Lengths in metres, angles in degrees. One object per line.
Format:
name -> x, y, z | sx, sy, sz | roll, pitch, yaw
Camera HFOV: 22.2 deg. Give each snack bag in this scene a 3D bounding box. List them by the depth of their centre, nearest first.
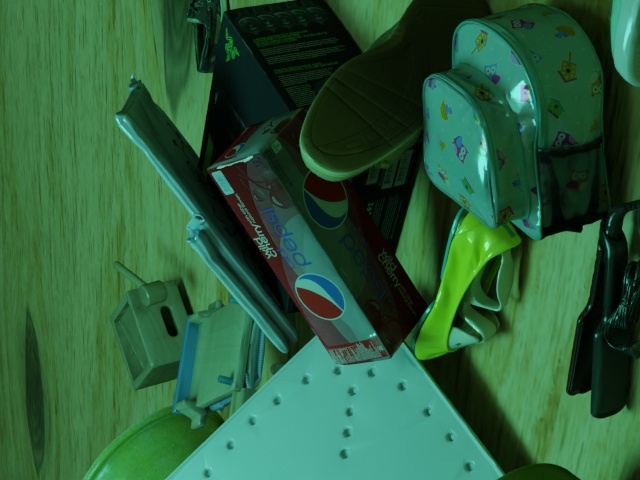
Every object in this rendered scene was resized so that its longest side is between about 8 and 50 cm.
snack bag -> -0.140, -0.039, 1.964 | 0.342, 0.037, 0.323 | 53, -175, -12

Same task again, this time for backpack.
backpack -> 0.172, -0.110, 1.445 | 0.166, 0.144, 0.188 | -134, 40, -55

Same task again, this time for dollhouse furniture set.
dollhouse furniture set -> -0.050, 0.202, 2.081 | 0.286, 0.198, 0.303 | 146, 134, -61

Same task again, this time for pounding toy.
pounding toy -> -0.249, 0.107, 2.508 | 0.181, 0.094, 0.206 | 69, 154, 15

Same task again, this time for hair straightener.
hair straightener -> 0.273, 0.065, 1.447 | 0.089, 0.047, 0.230 | 47, 138, 47

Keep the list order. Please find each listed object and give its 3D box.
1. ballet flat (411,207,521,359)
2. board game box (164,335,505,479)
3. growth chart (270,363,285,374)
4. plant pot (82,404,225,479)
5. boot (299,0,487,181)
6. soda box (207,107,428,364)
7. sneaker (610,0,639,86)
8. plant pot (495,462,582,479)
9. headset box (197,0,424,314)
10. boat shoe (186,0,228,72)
ballet flat -> 0.152, 0.059, 1.665 | 0.077, 0.077, 0.231 | 37, 137, 22
board game box -> 0.025, 0.327, 1.762 | 0.390, 0.050, 0.390 | -44, 60, 13
growth chart -> -0.020, 0.274, 2.191 | 0.172, 0.021, 0.237 | 17, 117, 62
plant pot -> -0.175, 0.419, 2.349 | 0.254, 0.276, 0.276 | 41, 139, 35
boot -> 0.050, -0.119, 1.596 | 0.095, 0.262, 0.203 | 35, 149, 2
soda box -> 0.000, 0.000, 1.682 | 0.083, 0.092, 0.263 | -15, 115, 42
sneaker -> 0.243, -0.257, 1.272 | 0.151, 0.094, 0.256 | 31, 120, 50
plant pot -> 0.258, 0.379, 1.407 | 0.293, 0.275, 0.274 | 26, 127, 40
headset box -> -0.023, -0.107, 1.874 | 0.283, 0.131, 0.246 | 59, 149, 36
boat shoe -> -0.151, -0.294, 2.148 | 0.056, 0.049, 0.152 | 7, 108, 64
